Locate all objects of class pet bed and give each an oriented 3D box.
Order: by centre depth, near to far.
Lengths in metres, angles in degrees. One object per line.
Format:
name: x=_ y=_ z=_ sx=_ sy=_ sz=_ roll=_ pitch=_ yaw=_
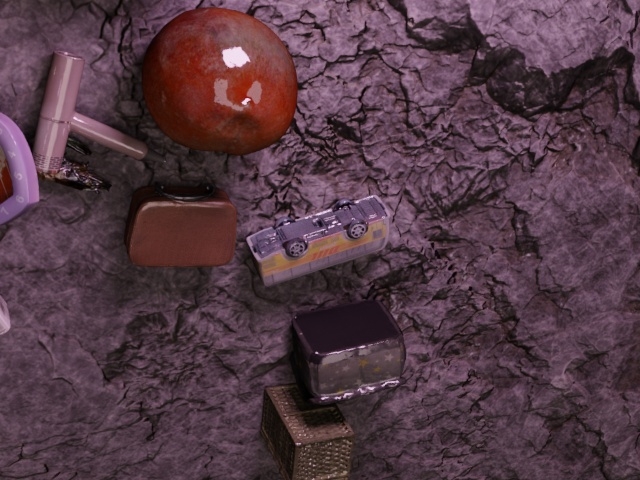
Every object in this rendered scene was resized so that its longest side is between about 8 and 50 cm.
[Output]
pet bed: x=0.056 y=0.235 z=1.943 sx=0.211 sy=0.183 sz=0.159 roll=-11 pitch=119 yaw=-15

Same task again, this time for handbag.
handbag: x=-0.245 y=-0.027 z=1.745 sx=0.193 sy=0.072 sz=0.151 roll=4 pitch=116 yaw=-22

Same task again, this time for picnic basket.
picnic basket: x=-0.031 y=0.407 z=2.000 sx=0.134 sy=0.196 sz=0.154 roll=-7 pitch=119 yaw=-21

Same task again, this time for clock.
clock: x=-0.521 y=-0.104 z=1.567 sx=0.172 sy=0.064 sz=0.198 roll=28 pitch=109 yaw=9

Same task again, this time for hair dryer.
hair dryer: x=-0.347 y=-0.192 z=1.601 sx=0.220 sy=0.053 sz=0.195 roll=10 pitch=106 yaw=-23

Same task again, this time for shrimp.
shrimp: x=-0.418 y=-0.128 z=1.641 sx=0.161 sy=0.034 sz=0.091 roll=22 pitch=107 yaw=-28

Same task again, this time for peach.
peach: x=-0.156 y=-0.251 z=1.557 sx=0.252 sy=0.252 sz=0.252 roll=-10 pitch=121 yaw=-16

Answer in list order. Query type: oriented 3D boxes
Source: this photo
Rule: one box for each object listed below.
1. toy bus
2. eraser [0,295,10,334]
toy bus: x=0.000 y=0.000 z=1.848 sx=0.268 sy=0.092 sz=0.106 roll=-18 pitch=132 yaw=-12
eraser: x=-0.652 y=0.003 z=1.584 sx=0.096 sy=0.098 sz=0.404 roll=-29 pitch=124 yaw=-4
